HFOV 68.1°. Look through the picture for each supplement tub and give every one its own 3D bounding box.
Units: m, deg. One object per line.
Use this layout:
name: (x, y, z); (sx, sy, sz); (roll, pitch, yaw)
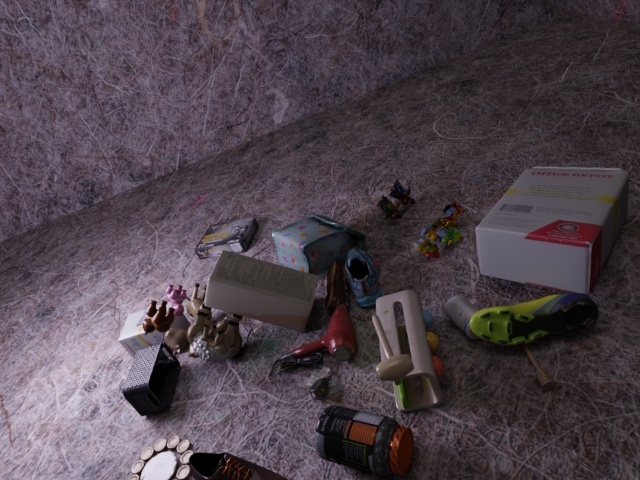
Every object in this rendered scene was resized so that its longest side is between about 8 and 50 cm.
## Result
supplement tub: (0.093, 0.424, 1.004); (0.190, 0.117, 0.117); (1, 39, 32)
supplement tub: (0.374, 0.195, 1.211); (0.071, 0.071, 0.107); (-27, 32, -8)

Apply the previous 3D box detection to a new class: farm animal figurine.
farm animal figurine: (-0.373, 0.271, 1.445); (0.326, 0.172, 0.330); (20, 10, 14)

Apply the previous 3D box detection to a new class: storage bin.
storage bin: (-0.491, 0.404, 1.391); (0.084, 0.122, 0.180); (-16, 32, 9)

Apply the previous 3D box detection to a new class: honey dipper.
honey dipper: (0.483, 0.270, 1.075); (0.030, 0.031, 0.161); (-18, 29, 8)

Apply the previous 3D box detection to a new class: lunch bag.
lunch bag: (0.000, 0.000, 1.656); (0.262, 0.160, 0.223); (-25, 27, -25)

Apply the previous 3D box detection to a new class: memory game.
memory game: (-0.400, 0.575, 1.185); (0.186, 0.012, 0.186); (-15, 33, 10)

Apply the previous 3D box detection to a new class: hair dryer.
hair dryer: (-0.006, 0.284, 1.308); (0.223, 0.080, 0.293); (11, 45, 43)

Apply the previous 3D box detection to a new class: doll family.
doll family: (0.281, -0.144, 1.743); (0.193, 0.111, 0.076); (-48, 5, -16)

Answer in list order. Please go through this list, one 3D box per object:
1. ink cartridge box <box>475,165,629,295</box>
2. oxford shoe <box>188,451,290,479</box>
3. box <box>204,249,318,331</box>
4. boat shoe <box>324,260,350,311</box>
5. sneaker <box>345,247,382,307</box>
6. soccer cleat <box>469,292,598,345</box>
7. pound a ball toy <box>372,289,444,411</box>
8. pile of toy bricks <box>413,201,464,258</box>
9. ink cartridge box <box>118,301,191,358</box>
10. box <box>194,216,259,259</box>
ink cartridge box: (0.638, -0.047, 1.288); (0.279, 0.161, 0.384); (11, 39, 41)
oxford shoe: (-0.180, 0.526, 1.039); (0.271, 0.098, 0.097); (-4, 37, 27)
box: (-0.175, 0.151, 1.431); (0.310, 0.121, 0.148); (16, 37, -2)
boat shoe: (0.057, 0.148, 1.490); (0.073, 0.073, 0.207); (17, 39, -8)
sneaker: (0.129, 0.083, 1.477); (0.104, 0.125, 0.262); (-20, 32, 3)
soccer cleat: (0.501, 0.186, 1.131); (0.288, 0.094, 0.121); (-10, 2, 8)
pound a ball toy: (0.209, 0.240, 1.118); (0.135, 0.208, 0.319); (-16, 32, 12)
pile of toy bricks: (0.406, -0.027, 1.509); (0.105, 0.118, 0.212); (40, 52, 20)
ink cartridge box: (-0.543, 0.304, 1.564); (0.176, 0.128, 0.127); (-18, 32, 10)
box: (-0.395, -0.011, 2.006); (0.230, 0.056, 0.183); (-8, 35, 21)
